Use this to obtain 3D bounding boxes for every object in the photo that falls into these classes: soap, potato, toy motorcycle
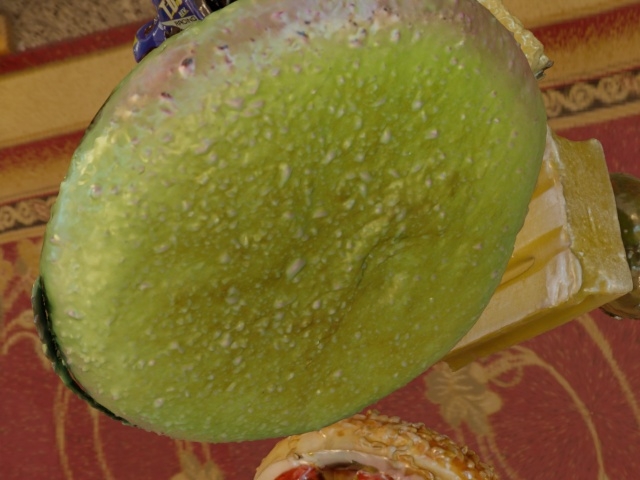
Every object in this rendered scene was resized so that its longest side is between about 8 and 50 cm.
[{"bbox_3d":[0.204,0.021,1.199,0.315,0.091,0.199,-37,55,52],"label":"soap"},{"bbox_3d":[0.358,0.003,1.272,0.141,0.298,0.176,-9,97,-4],"label":"potato"},{"bbox_3d":[-0.146,-0.252,1.174,0.113,0.315,0.169,-39,87,-27],"label":"toy motorcycle"}]

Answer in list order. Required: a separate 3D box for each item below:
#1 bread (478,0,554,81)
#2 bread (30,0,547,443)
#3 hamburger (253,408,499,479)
[{"bbox_3d":[0.125,-0.214,1.238,0.204,0.262,0.162,-45,117,3],"label":"bread"},{"bbox_3d":[-0.004,-0.002,0.556,0.301,0.301,0.045,-45,44,4],"label":"bread"},{"bbox_3d":[0.057,0.351,1.106,0.330,0.250,0.330,8,124,12],"label":"hamburger"}]
